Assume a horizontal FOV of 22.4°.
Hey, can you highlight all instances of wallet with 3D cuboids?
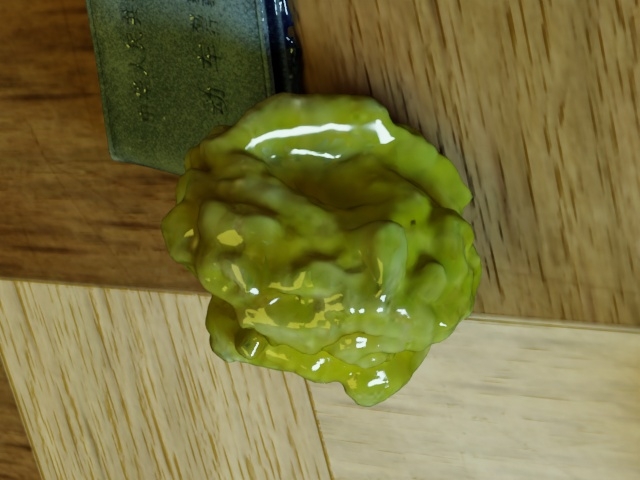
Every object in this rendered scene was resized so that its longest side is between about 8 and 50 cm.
[{"bbox_3d":[-0.089,-0.138,1.055,0.167,0.036,0.222,15,124,32],"label":"wallet"}]

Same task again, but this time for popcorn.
[{"bbox_3d":[-0.002,0.005,0.972,0.197,0.197,0.155,40,136,14],"label":"popcorn"}]
